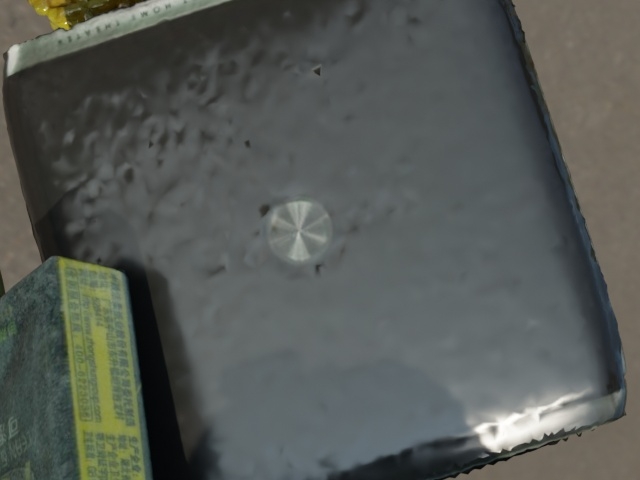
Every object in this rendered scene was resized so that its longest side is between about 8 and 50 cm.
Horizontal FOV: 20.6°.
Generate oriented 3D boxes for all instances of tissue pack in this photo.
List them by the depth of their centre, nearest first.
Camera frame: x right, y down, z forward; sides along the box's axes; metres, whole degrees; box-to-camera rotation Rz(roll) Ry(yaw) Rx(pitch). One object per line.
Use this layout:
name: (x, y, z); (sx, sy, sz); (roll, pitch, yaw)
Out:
tissue pack: (-0.186, 0.165, 1.189); (0.081, 0.257, 0.185); (11, 147, -36)

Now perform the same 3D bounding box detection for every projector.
projector: (0.000, 0.000, 1.360); (0.395, 0.405, 0.242); (-18, 176, 4)

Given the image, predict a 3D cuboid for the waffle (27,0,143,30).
waffle: (-0.189, -0.292, 1.631); (0.238, 0.243, 0.059); (-59, 177, -20)

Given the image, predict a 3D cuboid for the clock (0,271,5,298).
clock: (-0.336, 0.098, 1.526); (0.029, 0.235, 0.235); (8, 109, -36)
